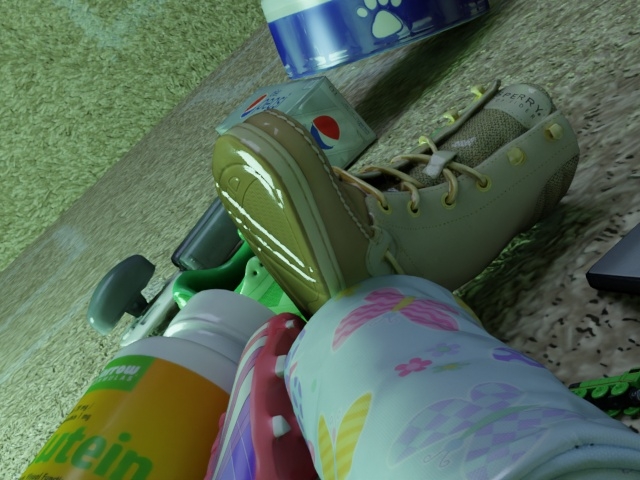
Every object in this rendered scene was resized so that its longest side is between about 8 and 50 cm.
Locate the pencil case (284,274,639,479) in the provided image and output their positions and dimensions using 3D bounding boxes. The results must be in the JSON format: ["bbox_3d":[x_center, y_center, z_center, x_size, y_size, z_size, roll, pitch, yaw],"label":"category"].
[{"bbox_3d":[0.065,0.094,0.456,0.124,0.113,0.273,-3,11,-13],"label":"pencil case"}]

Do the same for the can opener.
[{"bbox_3d":[-0.162,0.004,1.234,0.283,0.095,0.076,-54,20,-15],"label":"can opener"}]

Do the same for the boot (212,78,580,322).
[{"bbox_3d":[0.058,-0.037,0.632,0.203,0.262,0.095,-42,54,-8],"label":"boot"}]

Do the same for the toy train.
[{"bbox_3d":[0.147,0.072,0.502,0.024,0.017,0.083,-42,13,-36],"label":"toy train"}]

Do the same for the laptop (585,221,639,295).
[{"bbox_3d":[0.228,-0.192,0.420,0.408,0.236,0.382,-43,-2,1],"label":"laptop"}]

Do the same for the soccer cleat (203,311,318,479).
[{"bbox_3d":[-0.041,0.142,0.586,0.095,0.083,0.248,-26,37,25],"label":"soccer cleat"}]

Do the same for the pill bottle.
[{"bbox_3d":[-0.106,0.149,0.674,0.136,0.136,0.245,-24,24,46],"label":"pill bottle"}]

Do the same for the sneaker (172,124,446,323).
[{"bbox_3d":[0.000,0.000,0.829,0.295,0.123,0.109,-36,17,18],"label":"sneaker"}]

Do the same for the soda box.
[{"bbox_3d":[-0.038,-0.134,1.294,0.091,0.098,0.286,-45,16,-9],"label":"soda box"}]

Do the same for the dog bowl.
[{"bbox_3d":[0.067,-0.287,1.268,0.265,0.104,0.265,-18,12,4],"label":"dog bowl"}]
